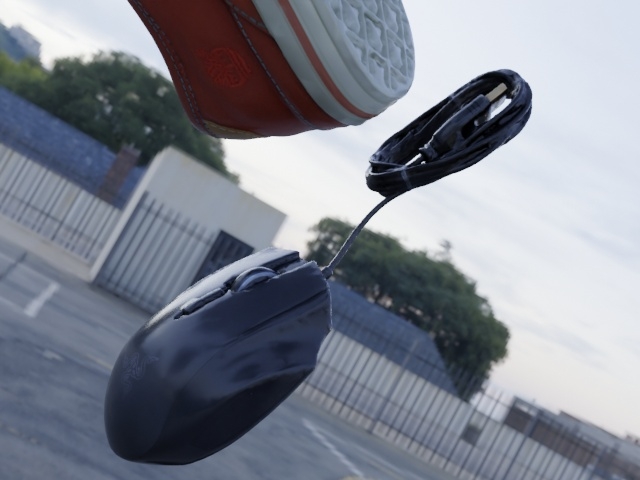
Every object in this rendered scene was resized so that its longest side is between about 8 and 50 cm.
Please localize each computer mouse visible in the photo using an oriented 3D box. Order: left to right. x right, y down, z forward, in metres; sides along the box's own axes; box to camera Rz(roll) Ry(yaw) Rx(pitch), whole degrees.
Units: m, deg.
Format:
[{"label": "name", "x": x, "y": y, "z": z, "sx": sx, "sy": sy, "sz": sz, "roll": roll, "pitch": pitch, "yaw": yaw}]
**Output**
[{"label": "computer mouse", "x": 0.000, "y": 0.000, "z": 0.418, "sx": 0.071, "sy": 0.242, "sz": 0.041, "roll": 23, "pitch": -27, "yaw": 53}]

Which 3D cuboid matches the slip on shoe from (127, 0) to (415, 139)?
[{"label": "slip on shoe", "x": -0.079, "y": -0.182, "z": 0.382, "sx": 0.331, "sy": 0.101, "sz": 0.123, "roll": 61, "pitch": 30, "yaw": -15}]
